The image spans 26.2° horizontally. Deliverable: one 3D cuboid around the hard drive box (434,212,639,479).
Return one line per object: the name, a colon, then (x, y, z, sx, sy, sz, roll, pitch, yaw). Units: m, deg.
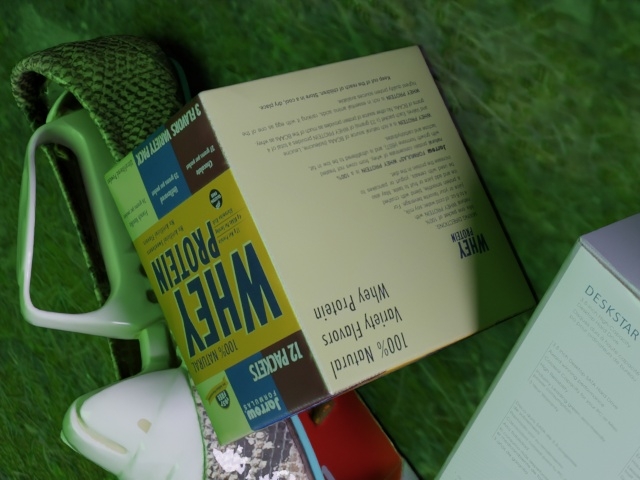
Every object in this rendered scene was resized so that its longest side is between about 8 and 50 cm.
hard drive box: (0.195, 0.128, 0.842, 0.181, 0.089, 0.232, 47, 134, 26)

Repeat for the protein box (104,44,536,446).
protein box: (0.000, 0.000, 0.928, 0.136, 0.200, 0.201, -32, 80, 49)

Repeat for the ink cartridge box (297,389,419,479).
ink cartridge box: (0.002, 0.314, 1.119, 0.385, 0.091, 0.308, 56, 136, 21)

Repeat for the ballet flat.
ballet flat: (-0.145, 0.062, 1.084, 0.164, 0.182, 0.483, -35, 69, 51)
